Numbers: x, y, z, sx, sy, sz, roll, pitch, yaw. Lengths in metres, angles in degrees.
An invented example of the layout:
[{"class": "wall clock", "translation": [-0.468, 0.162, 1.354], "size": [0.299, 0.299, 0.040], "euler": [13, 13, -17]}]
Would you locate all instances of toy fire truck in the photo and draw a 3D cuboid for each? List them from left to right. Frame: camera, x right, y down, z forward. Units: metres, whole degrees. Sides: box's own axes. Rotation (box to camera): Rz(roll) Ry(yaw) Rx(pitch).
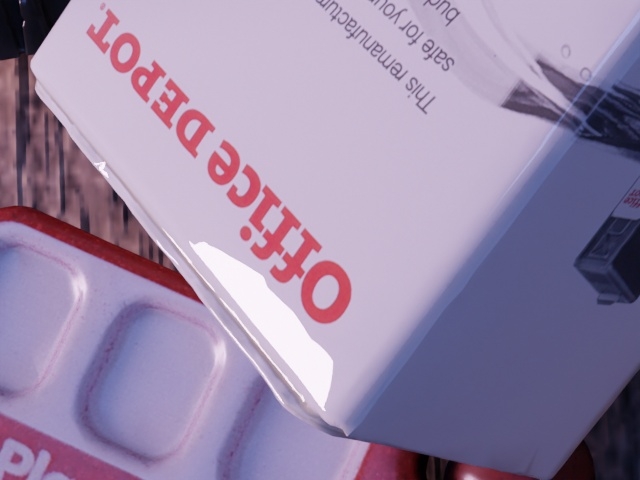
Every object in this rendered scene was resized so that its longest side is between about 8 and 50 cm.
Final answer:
[{"class": "toy fire truck", "translation": [-0.029, 0.149, 0.648], "size": [0.302, 0.169, 0.254], "euler": [22, 85, 12]}]

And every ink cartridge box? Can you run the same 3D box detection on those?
[{"class": "ink cartridge box", "translation": [0.061, -0.094, 0.583], "size": [0.273, 0.114, 0.197], "euler": [-53, 50, 14]}]

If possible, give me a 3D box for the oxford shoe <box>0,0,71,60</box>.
[{"class": "oxford shoe", "translation": [-0.056, -0.114, 0.724], "size": [0.227, 0.096, 0.083], "euler": [2, 112, -9]}]
